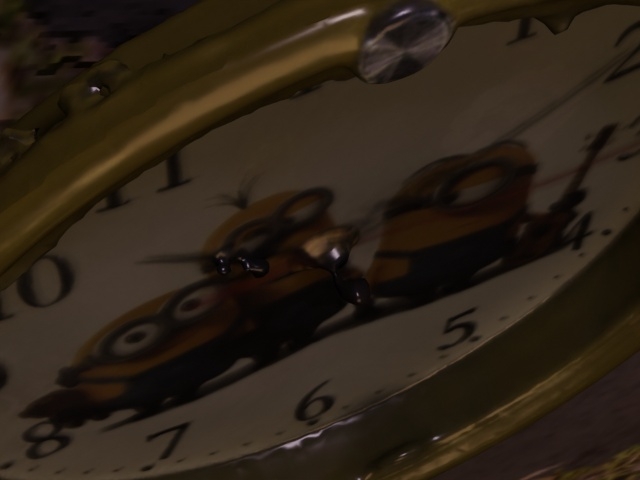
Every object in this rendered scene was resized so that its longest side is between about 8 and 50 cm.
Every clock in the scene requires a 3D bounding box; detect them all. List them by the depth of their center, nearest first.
[{"bbox_3d":[0.000,0.000,0.414,0.237,0.057,0.237,-21,154,-11],"label":"clock"}]
